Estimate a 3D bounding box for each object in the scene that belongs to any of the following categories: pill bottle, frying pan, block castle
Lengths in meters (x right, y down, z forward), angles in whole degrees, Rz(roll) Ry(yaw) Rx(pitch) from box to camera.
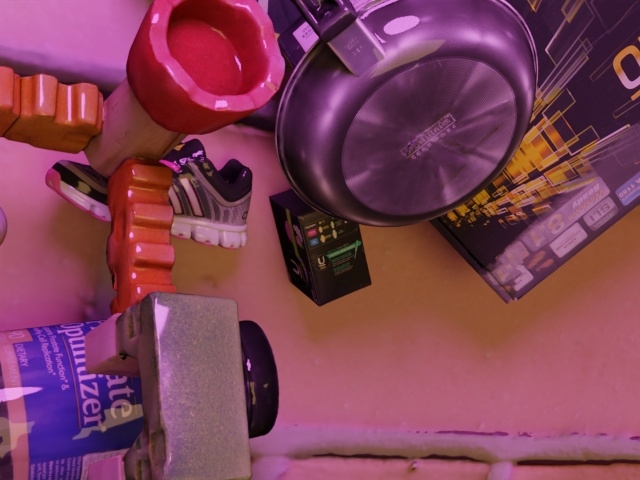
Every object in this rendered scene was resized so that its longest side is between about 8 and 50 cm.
[{"bbox_3d":[-0.149,0.118,0.746,0.219,0.123,0.123,-6,110,-26],"label":"pill bottle"},{"bbox_3d":[0.053,-0.126,0.641,0.197,0.053,0.326,-22,136,-5],"label":"frying pan"},{"bbox_3d":[-0.154,0.067,0.476,0.303,0.213,0.453,7,68,-33],"label":"block castle"}]

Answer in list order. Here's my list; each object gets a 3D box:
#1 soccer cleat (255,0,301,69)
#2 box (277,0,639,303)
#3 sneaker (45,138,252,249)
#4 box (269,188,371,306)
[{"bbox_3d":[-0.070,-0.193,0.723,0.179,0.060,0.072,36,79,-39],"label":"soccer cleat"},{"bbox_3d":[0.211,-0.167,0.770,0.395,0.097,0.318,-39,134,9],"label":"box"},{"bbox_3d":[-0.119,-0.045,0.741,0.170,0.063,0.075,13,101,-35],"label":"sneaker"},{"bbox_3d":[0.000,0.000,0.818,0.052,0.062,0.083,-22,116,-18],"label":"box"}]
